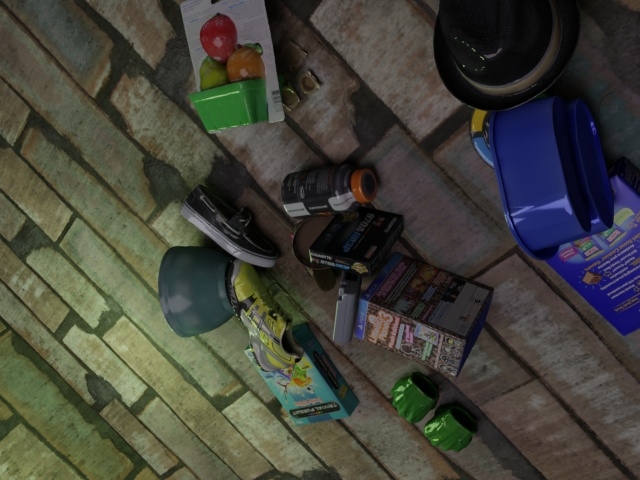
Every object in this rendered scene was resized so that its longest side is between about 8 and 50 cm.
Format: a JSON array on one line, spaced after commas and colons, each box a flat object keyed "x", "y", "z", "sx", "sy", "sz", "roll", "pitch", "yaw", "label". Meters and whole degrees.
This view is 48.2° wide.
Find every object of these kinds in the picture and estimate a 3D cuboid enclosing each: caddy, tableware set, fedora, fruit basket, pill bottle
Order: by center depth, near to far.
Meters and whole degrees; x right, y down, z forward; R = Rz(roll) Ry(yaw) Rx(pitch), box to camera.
[{"x": 0.326, "y": -0.423, "z": 1.377, "sx": 0.334, "sy": 0.152, "sz": 0.334, "roll": -10, "pitch": 74, "yaw": 36, "label": "fedora"}, {"x": 0.449, "y": -0.133, "z": 1.446, "sx": 0.179, "sy": 0.241, "sz": 0.341, "roll": -15, "pitch": 84, "yaw": 43, "label": "caddy"}, {"x": -0.219, "y": -0.462, "z": 1.821, "sx": 0.327, "sy": 0.165, "sz": 0.353, "roll": -1, "pitch": 98, "yaw": 45, "label": "fruit basket"}, {"x": -0.079, "y": -0.419, "z": 1.837, "sx": 0.168, "sy": 0.020, "sz": 0.141, "roll": -29, "pitch": 102, "yaw": 42, "label": "tableware set"}, {"x": 0.026, "y": -0.132, "z": 1.890, "sx": 0.245, "sy": 0.130, "sz": 0.130, "roll": -6, "pitch": 117, "yaw": 36, "label": "pill bottle"}]

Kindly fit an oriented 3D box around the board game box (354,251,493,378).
[{"x": 0.271, "y": 0.190, "z": 1.882, "sx": 0.291, "sy": 0.232, "sz": 0.141, "roll": 21, "pitch": 129, "yaw": 21, "label": "board game box"}]

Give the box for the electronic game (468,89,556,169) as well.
[{"x": 0.443, "y": -0.245, "z": 1.599, "sx": 0.229, "sy": 0.048, "sz": 0.229, "roll": 17, "pitch": 127, "yaw": 23, "label": "electronic game"}]

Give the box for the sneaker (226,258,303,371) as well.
[{"x": -0.163, "y": 0.219, "z": 2.196, "sx": 0.147, "sy": 0.145, "sz": 0.385, "roll": -13, "pitch": 110, "yaw": 26, "label": "sneaker"}]

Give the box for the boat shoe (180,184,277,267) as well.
[{"x": -0.260, "y": -0.044, "z": 2.143, "sx": 0.335, "sy": 0.121, "sz": 0.119, "roll": 33, "pitch": 110, "yaw": -5, "label": "boat shoe"}]

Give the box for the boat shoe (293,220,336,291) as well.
[{"x": -0.028, "y": 0.046, "z": 2.083, "sx": 0.223, "sy": 0.080, "sz": 0.073, "roll": 65, "pitch": 161, "yaw": -17, "label": "boat shoe"}]

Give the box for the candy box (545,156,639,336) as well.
[{"x": 0.670, "y": 0.020, "z": 1.583, "sx": 0.317, "sy": 0.122, "sz": 0.268, "roll": 45, "pitch": 132, "yaw": 0, "label": "candy box"}]

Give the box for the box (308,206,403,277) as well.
[{"x": 0.096, "y": -0.004, "z": 1.871, "sx": 0.175, "sy": 0.220, "sz": 0.051, "roll": 14, "pitch": 131, "yaw": 25, "label": "box"}]

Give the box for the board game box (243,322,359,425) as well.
[{"x": -0.065, "y": 0.452, "z": 2.383, "sx": 0.254, "sy": 0.079, "sz": 0.336, "roll": -23, "pitch": 106, "yaw": 41, "label": "board game box"}]

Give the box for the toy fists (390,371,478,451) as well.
[{"x": 0.337, "y": 0.520, "z": 2.162, "sx": 0.279, "sy": 0.096, "sz": 0.142, "roll": 40, "pitch": 123, "yaw": 5, "label": "toy fists"}]

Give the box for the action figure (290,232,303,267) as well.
[{"x": -0.062, "y": 0.029, "z": 2.129, "sx": 0.038, "sy": 0.030, "sz": 0.115, "roll": -8, "pitch": 113, "yaw": 42, "label": "action figure"}]

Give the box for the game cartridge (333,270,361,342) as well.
[{"x": 0.082, "y": 0.123, "z": 1.923, "sx": 0.062, "sy": 0.297, "sz": 0.198, "roll": 5, "pitch": 127, "yaw": 7, "label": "game cartridge"}]

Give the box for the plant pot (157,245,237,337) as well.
[{"x": -0.348, "y": 0.150, "z": 2.242, "sx": 0.196, "sy": 0.293, "sz": 0.293, "roll": -7, "pitch": 117, "yaw": 17, "label": "plant pot"}]

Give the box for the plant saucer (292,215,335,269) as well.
[{"x": 0.000, "y": 0.000, "z": 2.011, "sx": 0.168, "sy": 0.029, "sz": 0.168, "roll": -5, "pitch": 114, "yaw": -12, "label": "plant saucer"}]
